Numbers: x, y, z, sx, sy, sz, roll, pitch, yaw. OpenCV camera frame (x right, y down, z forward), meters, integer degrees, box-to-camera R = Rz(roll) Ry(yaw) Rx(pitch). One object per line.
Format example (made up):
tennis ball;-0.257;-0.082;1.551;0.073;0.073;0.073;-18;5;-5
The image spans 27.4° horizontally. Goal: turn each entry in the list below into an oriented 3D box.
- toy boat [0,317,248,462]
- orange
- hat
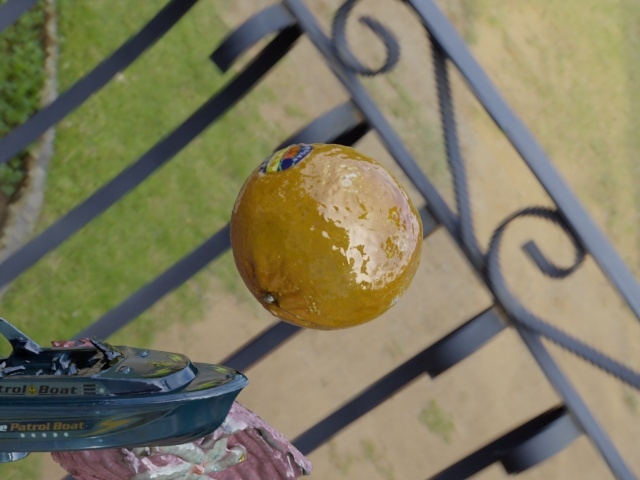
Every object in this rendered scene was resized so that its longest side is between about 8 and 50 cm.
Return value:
toy boat;-0.169;0.106;0.940;0.093;0.246;0.103;-47;132;-71
orange;0.002;-0.003;1.184;0.177;0.178;0.155;45;36;-10
hat;-0.170;0.201;1.289;0.286;0.237;0.107;50;23;-33
